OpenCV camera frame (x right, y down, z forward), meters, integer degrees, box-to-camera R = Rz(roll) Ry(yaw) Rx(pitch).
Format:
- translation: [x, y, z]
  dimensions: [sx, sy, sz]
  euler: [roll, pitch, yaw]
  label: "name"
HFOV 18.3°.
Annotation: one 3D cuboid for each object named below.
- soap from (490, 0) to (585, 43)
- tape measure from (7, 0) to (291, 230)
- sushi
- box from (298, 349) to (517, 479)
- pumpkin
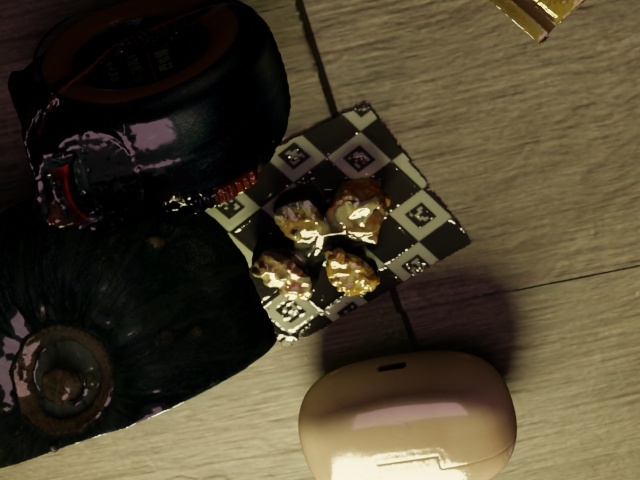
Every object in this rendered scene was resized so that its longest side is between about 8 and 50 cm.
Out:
- translation: [0.116, -0.262, 1.552]
  dimensions: [0.252, 0.037, 0.092]
  euler: [38, 117, -22]
  label: "soap"
- translation: [-0.133, -0.102, 1.571]
  dimensions: [0.223, 0.202, 0.135]
  euler: [-20, 122, -5]
  label: "tape measure"
- translation: [0.000, 0.000, 1.742]
  dimensions: [0.210, 0.040, 0.193]
  euler: [-28, 120, 20]
  label: "sushi"
- translation: [0.080, 0.172, 1.831]
  dimensions: [0.200, 0.088, 0.146]
  euler: [-9, 126, 10]
  label: "box"
- translation: [-0.196, 0.053, 1.672]
  dimensions: [0.293, 0.263, 0.197]
  euler: [-19, 93, 26]
  label: "pumpkin"
